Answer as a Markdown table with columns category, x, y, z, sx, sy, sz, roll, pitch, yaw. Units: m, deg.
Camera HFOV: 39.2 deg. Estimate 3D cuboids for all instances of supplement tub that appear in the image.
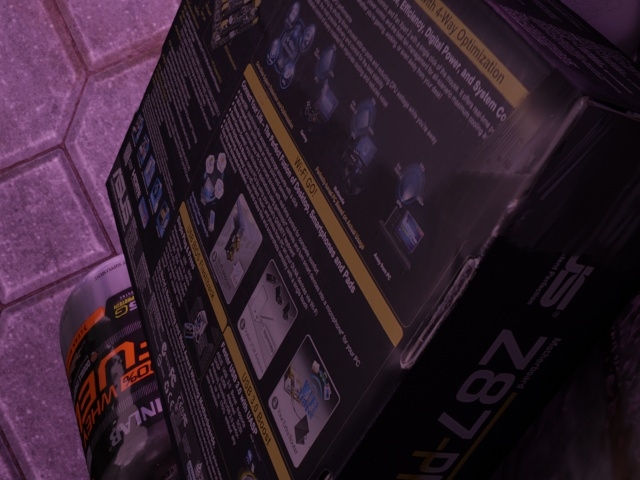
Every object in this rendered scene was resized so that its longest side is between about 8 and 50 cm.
| category | x | y | z | sx | sy | sz | roll | pitch | yaw |
| --- | --- | --- | --- | --- | --- | --- | --- | --- | --- |
| supplement tub | -0.141 | 0.178 | 0.920 | 0.338 | 0.207 | 0.207 | 57 | 133 | 47 |

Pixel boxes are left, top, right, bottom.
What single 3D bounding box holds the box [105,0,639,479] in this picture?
| category | x | y | z | sx | sy | sz | roll | pitch | yaw |
| --- | --- | --- | --- | --- | --- | --- | --- | --- | --- |
| box | -0.009 | -0.036 | 0.517 | 0.318 | 0.097 | 0.395 | -63 | 34 | 28 |

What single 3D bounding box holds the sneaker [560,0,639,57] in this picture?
| category | x | y | z | sx | sy | sz | roll | pitch | yaw |
| --- | --- | --- | --- | --- | --- | --- | --- | --- | --- |
| sneaker | 0.114 | -0.120 | 0.598 | 0.104 | 0.147 | 0.295 | -36 | 33 | -9 |
